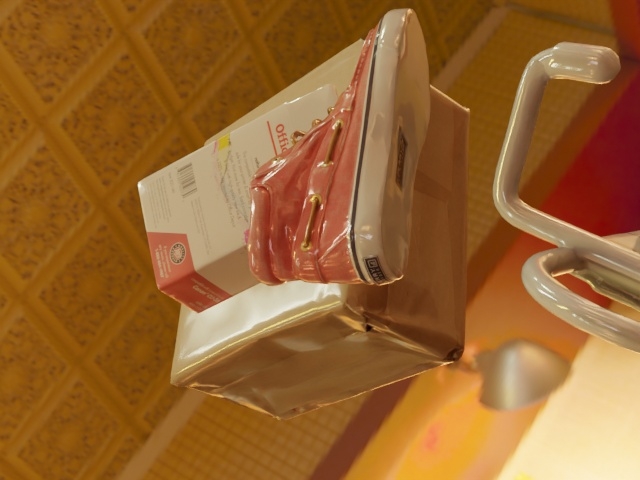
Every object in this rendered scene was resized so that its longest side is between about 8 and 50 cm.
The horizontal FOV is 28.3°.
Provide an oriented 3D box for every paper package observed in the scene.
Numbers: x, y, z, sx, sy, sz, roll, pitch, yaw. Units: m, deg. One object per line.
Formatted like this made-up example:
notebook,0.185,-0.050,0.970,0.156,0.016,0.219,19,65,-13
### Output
paper package,0.000,0.000,1.373,0.168,0.309,0.325,27,-126,-33

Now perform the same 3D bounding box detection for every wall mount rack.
wall mount rack,0.264,-0.009,0.606,0.350,0.304,0.130,-7,-63,-52

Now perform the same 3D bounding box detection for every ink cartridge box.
ink cartridge box,-0.048,-0.035,1.069,0.198,0.115,0.067,-26,-33,18

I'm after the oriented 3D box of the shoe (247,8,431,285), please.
shoe,0.010,-0.053,0.696,0.063,0.081,0.178,57,-145,-50
